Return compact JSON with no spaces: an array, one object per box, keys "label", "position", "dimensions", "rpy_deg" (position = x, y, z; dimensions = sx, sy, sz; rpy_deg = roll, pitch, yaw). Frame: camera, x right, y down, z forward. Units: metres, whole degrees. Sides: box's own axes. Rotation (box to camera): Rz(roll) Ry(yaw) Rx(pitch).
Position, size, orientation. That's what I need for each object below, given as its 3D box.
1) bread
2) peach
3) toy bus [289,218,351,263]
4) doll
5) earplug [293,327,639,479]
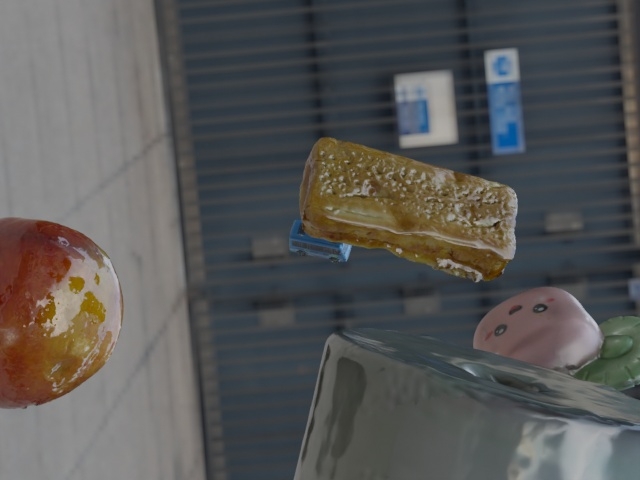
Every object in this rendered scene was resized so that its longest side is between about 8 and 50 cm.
[{"label":"bread","position":[0.107,-0.032,2.012],"dimensions":[0.077,0.270,0.139],"rpy_deg":[123,-23,-58]},{"label":"peach","position":[-0.407,0.104,2.266],"dimensions":[0.238,0.281,0.281],"rpy_deg":[85,0,-84]},{"label":"toy bus","position":[0.000,0.000,2.265],"dimensions":[0.046,0.083,0.038],"rpy_deg":[84,21,-58]},{"label":"doll","position":[0.305,0.179,2.138],"dimensions":[0.216,0.284,0.268],"rpy_deg":[59,5,-21]},{"label":"earplug","position":[0.112,0.296,1.363],"dimensions":[0.312,0.312,0.394],"rpy_deg":[-17,121,-87]}]
